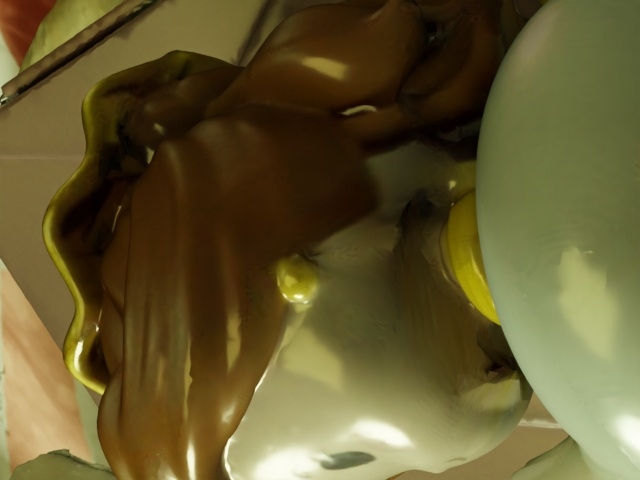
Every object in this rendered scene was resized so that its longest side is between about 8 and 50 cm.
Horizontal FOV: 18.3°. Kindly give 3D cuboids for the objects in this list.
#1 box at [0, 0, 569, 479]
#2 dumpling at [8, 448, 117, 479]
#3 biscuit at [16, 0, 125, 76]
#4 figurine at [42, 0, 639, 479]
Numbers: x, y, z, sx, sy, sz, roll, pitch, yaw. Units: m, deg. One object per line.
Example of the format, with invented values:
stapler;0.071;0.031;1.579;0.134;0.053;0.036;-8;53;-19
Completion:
box;0.000;0.000;0.694;0.215;0.086;0.215;-28;97;37
dumpling;-0.090;0.195;0.955;0.199;0.136;0.118;41;136;0
biscuit;-0.058;-0.019;0.825;0.188;0.040;0.265;53;143;4
figurine;0.038;0.005;0.538;0.263;0.142;0.189;-11;76;35
